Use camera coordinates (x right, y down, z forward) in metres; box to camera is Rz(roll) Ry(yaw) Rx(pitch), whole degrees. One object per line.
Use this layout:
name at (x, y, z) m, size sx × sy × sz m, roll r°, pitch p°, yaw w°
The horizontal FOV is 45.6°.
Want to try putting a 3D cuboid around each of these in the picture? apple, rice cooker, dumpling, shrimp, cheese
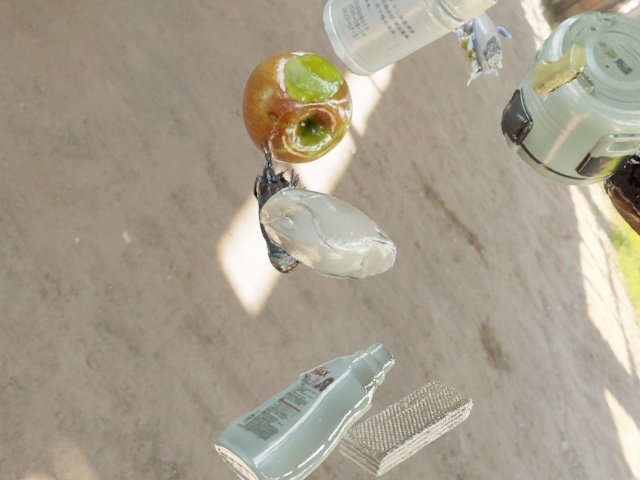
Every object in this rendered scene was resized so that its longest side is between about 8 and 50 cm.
apple at (-0.075, -0.404, 2.274) m, size 0.339 × 0.340 × 0.339 m, roll 42°, pitch 30°, yaw -31°
rice cooker at (0.409, -0.208, 1.176) m, size 0.244 × 0.226 × 0.226 m, roll 112°, pitch -43°, yaw -66°
dumpling at (-0.003, -0.001, 1.919) m, size 0.341 × 0.260 × 0.181 m, roll 6°, pitch 62°, yaw -36°
shrimp at (-0.119, -0.094, 2.053) m, size 0.137 × 0.172 × 0.372 m, roll -9°, pitch 101°, yaw -36°
cheese at (0.277, -0.200, 0.883) m, size 0.030 × 0.083 × 0.044 m, roll 6°, pitch 77°, yaw -17°

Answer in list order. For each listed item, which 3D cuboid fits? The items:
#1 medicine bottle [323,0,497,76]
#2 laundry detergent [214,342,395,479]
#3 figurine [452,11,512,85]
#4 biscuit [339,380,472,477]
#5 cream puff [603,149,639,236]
medicine bottle at (0.187, -0.498, 1.595) m, size 0.190 × 0.332 × 0.189 m, roll 29°, pitch 50°, yaw -42°
laundry detergent at (-0.016, 0.352, 1.606) m, size 0.398 × 0.264 × 0.124 m, roll -36°, pitch 107°, yaw -24°
figurine at (0.433, -0.530, 2.077) m, size 0.184 × 0.128 × 0.208 m, roll -120°, pitch -164°, yaw -50°
biscuit at (0.235, 0.488, 2.027) m, size 0.144 × 0.078 × 0.426 m, roll 26°, pitch 28°, yaw 38°
cream puff at (0.611, -0.077, 1.329) m, size 0.239 × 0.165 × 0.239 m, roll 47°, pitch 11°, yaw -12°
